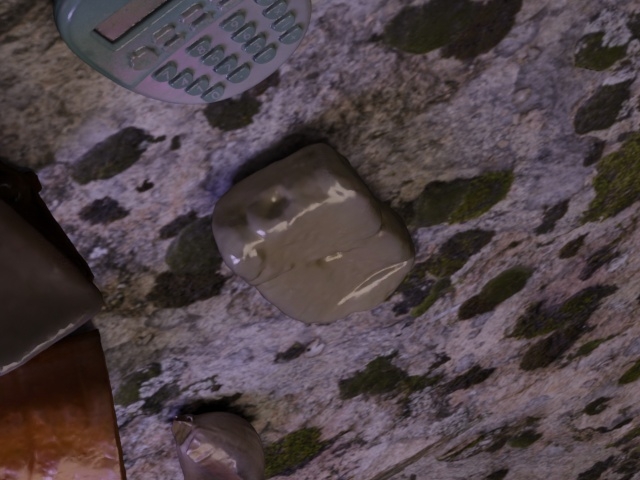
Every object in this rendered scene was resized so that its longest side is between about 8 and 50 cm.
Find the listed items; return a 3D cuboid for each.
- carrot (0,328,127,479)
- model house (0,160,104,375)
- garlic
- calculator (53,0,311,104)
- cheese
[{"bbox_3d":[-0.325,0.204,1.600,0.254,0.196,0.196,-9,145,-11],"label":"carrot"},{"bbox_3d":[-0.315,0.013,1.303,0.199,0.219,0.229,-36,-167,-3],"label":"model house"},{"bbox_3d":[-0.117,0.260,1.913,0.101,0.087,0.195,-11,150,-3],"label":"garlic"},{"bbox_3d":[-0.113,-0.196,1.290,0.184,0.042,0.295,-35,151,12],"label":"calculator"},{"bbox_3d":[-0.001,-0.001,1.612,0.159,0.093,0.263,-29,150,8],"label":"cheese"}]
